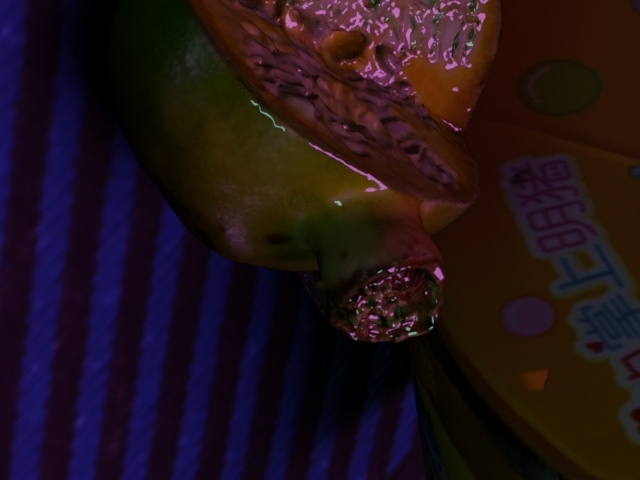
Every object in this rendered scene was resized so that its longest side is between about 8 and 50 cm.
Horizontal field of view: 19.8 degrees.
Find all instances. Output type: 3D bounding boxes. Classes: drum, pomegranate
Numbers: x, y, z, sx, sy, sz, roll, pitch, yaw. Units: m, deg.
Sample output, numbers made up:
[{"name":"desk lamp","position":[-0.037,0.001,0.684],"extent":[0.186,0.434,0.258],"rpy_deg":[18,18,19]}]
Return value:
[{"name":"drum","position":[0.241,0.043,0.752],"extent":[0.431,0.431,0.214],"rpy_deg":[-36,140,-25]},{"name":"pomegranate","position":[-0.007,-0.041,0.637],"extent":[0.143,0.122,0.169],"rpy_deg":[16,66,-48]}]

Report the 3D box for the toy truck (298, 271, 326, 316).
[{"name":"toy truck","position":[0.000,0.000,0.768],"extent":[0.032,0.024,0.083],"rpy_deg":[-28,139,1]}]
